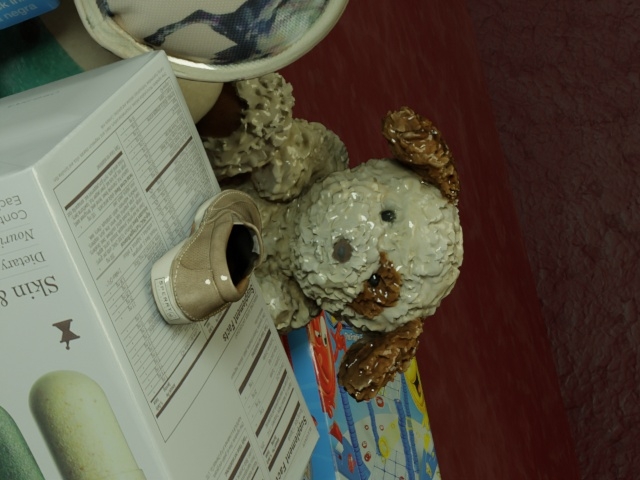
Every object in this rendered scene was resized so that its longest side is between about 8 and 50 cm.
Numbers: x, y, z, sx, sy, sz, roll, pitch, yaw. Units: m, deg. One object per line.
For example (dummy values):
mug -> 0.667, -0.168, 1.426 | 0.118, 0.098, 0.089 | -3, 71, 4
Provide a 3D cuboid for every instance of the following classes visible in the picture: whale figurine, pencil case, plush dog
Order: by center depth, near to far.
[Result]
pencil case -> -0.062, -0.247, 0.994 | 0.160, 0.183, 0.410 | 31, 25, -18
whale figurine -> -0.187, -0.171, 1.077 | 0.272, 0.141, 0.216 | 56, 19, 19
plush dog -> 0.000, 0.000, 1.194 | 0.210, 0.226, 0.262 | -14, 116, -76

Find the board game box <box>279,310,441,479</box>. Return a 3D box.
board game box -> 0.015, 0.153, 1.429 | 0.308, 0.086, 0.301 | 15, 62, -69

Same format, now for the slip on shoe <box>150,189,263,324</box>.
slip on shoe -> -0.048, 0.005, 0.799 | 0.135, 0.041, 0.051 | -46, 119, -68

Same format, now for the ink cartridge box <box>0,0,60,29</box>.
ink cartridge box -> -0.278, -0.281, 0.850 | 0.307, 0.129, 0.223 | 47, 34, -54

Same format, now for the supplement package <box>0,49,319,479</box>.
supplement package -> -0.153, 0.068, 0.832 | 0.198, 0.199, 0.262 | -62, 134, -63
